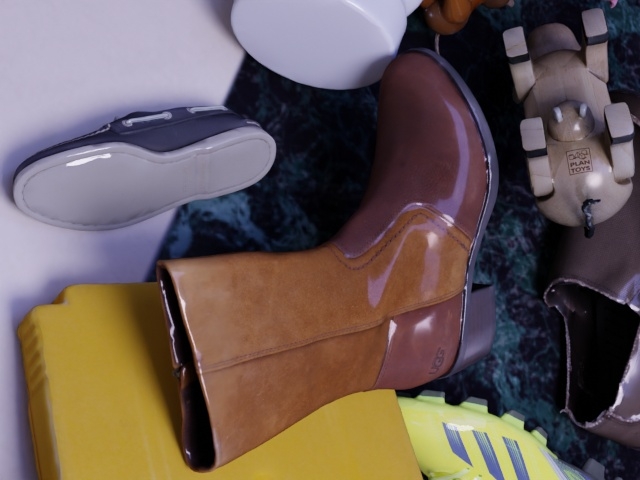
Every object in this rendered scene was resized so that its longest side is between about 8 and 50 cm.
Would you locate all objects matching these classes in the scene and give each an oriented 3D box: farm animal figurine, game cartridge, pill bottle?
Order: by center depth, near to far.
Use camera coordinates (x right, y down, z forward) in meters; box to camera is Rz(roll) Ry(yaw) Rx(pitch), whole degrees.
[{"bbox_3d":[-0.050,0.180,0.693,0.285,0.053,0.323,1,60,-35],"label":"game cartridge"},{"bbox_3d":[0.028,-0.283,0.828,0.161,0.161,0.283,28,65,-27],"label":"pill bottle"},{"bbox_3d":[0.246,-0.149,0.896,0.172,0.331,0.326,57,43,-59],"label":"farm animal figurine"}]

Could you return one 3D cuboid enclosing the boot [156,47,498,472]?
[{"bbox_3d":[0.000,0.000,0.708,0.281,0.096,0.264,-12,106,-38],"label":"boot"}]

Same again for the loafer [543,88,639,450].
[{"bbox_3d":[0.292,0.025,0.963,0.130,0.134,0.365,3,78,-35],"label":"loafer"}]

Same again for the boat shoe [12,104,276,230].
[{"bbox_3d":[-0.136,-0.061,0.743,0.206,0.075,0.065,-14,45,-31],"label":"boat shoe"}]

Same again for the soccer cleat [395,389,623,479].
[{"bbox_3d":[0.157,0.219,0.855,0.289,0.093,0.121,31,71,-26],"label":"soccer cleat"}]
